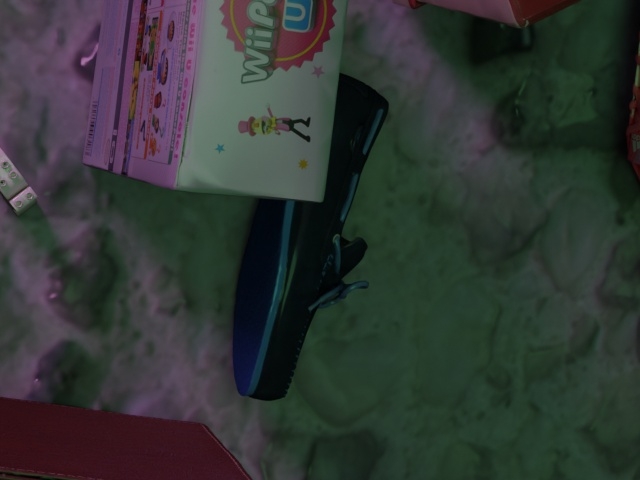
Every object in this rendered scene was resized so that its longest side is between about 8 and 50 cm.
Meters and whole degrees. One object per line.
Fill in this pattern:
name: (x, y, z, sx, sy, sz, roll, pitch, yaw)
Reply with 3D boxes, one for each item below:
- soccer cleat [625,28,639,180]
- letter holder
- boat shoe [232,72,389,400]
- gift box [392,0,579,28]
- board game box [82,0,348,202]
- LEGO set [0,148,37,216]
soccer cleat: (0.298, -0.118, 1.257, 0.116, 0.108, 0.318, -16, 103, -11)
letter holder: (-0.212, 0.203, 1.068, 0.302, 0.214, 0.152, 10, 93, -19)
boat shoe: (0.000, 0.000, 1.173, 0.089, 0.109, 0.258, 13, 94, -22)
gift box: (0.147, -0.327, 1.101, 0.255, 0.258, 0.276, -22, 110, -14)
board game box: (-0.075, -0.147, 1.027, 0.097, 0.303, 0.224, 6, 94, -18)
LEGO set: (-0.292, -0.089, 1.075, 0.087, 0.093, 0.227, -38, 105, -10)
